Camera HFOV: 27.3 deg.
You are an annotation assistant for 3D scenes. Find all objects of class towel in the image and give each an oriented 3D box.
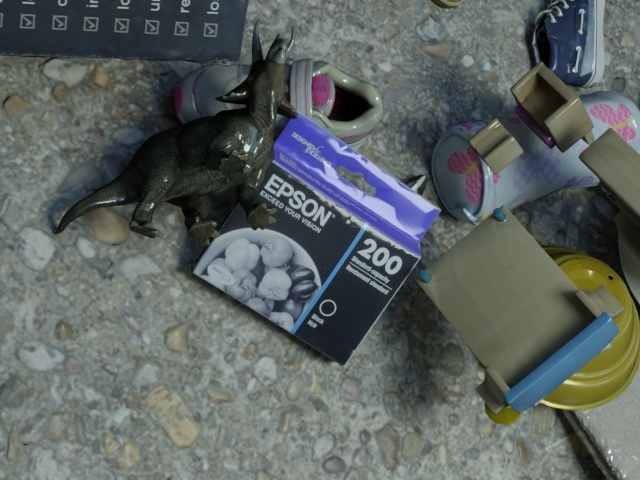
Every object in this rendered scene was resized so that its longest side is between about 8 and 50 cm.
[{"bbox_3d":[0.411,0.241,1.577,0.187,0.049,0.282,-20,66,-28],"label":"towel"}]

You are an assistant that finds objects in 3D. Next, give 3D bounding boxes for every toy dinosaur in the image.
[{"bbox_3d":[-0.128,-0.077,1.374,0.121,0.313,0.160,46,21,-34],"label":"toy dinosaur"}]

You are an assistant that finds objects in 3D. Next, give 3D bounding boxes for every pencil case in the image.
[{"bbox_3d":[0.269,-0.103,1.611,0.273,0.113,0.124,-14,113,-29],"label":"pencil case"}]

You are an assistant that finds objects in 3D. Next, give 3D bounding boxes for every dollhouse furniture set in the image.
[{"bbox_3d":[0.244,0.025,1.476,0.303,0.198,0.286,-41,59,3],"label":"dollhouse furniture set"}]

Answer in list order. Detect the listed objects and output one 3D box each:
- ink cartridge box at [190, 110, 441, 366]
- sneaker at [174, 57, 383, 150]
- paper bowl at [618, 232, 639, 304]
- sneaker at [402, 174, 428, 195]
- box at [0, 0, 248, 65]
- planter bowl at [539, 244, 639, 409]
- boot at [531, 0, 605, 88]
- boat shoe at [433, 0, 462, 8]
[{"bbox_3d":[0.000,0.000,1.435,0.206,0.045,0.208,33,93,-15],"label":"ink cartridge box"},{"bbox_3d":[-0.038,-0.159,1.472,0.252,0.111,0.103,-1,77,-26],"label":"sneaker"},{"bbox_3d":[0.505,-0.001,1.592,0.284,0.284,0.148,70,18,5],"label":"paper bowl"},{"bbox_3d":[0.105,-0.043,1.563,0.035,0.031,0.083,48,65,-23],"label":"sneaker"},{"bbox_3d":[-0.301,-0.430,1.183,0.471,0.297,0.480,-2,118,-28],"label":"box"},{"bbox_3d":[0.299,0.084,1.555,0.217,0.090,0.217,7,62,-12],"label":"planter bowl"},{"bbox_3d":[0.318,-0.294,1.710,0.086,0.069,0.190,3,77,-29],"label":"boot"},{"bbox_3d":[0.201,-0.380,1.673,0.068,0.072,0.190,28,66,-17],"label":"boat shoe"}]
